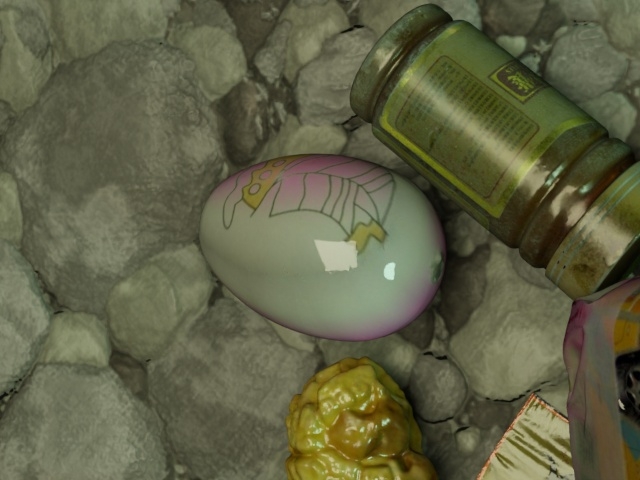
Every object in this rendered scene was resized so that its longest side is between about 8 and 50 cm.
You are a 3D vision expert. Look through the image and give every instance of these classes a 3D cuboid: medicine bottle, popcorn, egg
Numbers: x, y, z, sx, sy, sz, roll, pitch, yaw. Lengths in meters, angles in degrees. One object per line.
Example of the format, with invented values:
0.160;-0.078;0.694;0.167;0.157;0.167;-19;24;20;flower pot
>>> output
0.190;-0.089;1.403;0.322;0.151;0.151;41;107;17;medicine bottle
0.036;0.229;1.495;0.163;0.140;0.194;-33;90;13;popcorn
0.000;0.000;1.467;0.271;0.196;0.196;27;102;25;egg

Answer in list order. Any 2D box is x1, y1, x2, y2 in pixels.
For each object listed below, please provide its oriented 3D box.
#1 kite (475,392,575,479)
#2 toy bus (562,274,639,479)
0.242;0.350;1.465;0.327;0.013;0.378;-19;83;20;kite
0.320;0.210;1.291;0.162;0.171;0.386;10;111;57;toy bus
